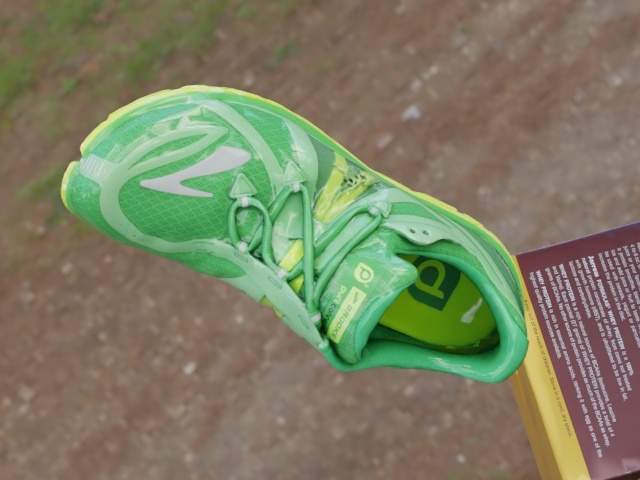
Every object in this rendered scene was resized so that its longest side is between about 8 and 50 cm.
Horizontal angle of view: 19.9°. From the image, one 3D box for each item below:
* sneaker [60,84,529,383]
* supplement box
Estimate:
[{"bbox_3d":[0.000,0.000,1.030,0.109,0.295,0.123,-64,22,16],"label":"sneaker"},{"bbox_3d":[0.250,0.098,1.400,0.194,0.129,0.191,-16,65,-2],"label":"supplement box"}]
